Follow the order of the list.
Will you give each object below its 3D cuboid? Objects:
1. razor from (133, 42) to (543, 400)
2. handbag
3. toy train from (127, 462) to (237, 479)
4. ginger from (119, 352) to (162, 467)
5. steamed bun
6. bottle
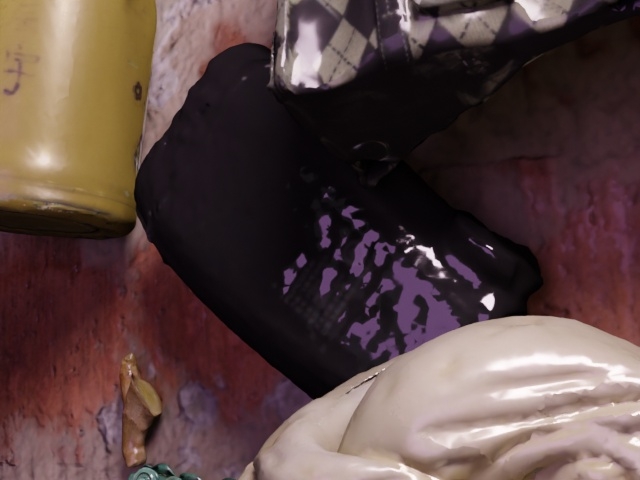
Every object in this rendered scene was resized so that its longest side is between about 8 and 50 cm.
[{"bbox_3d":[-0.001,0.000,0.796,0.327,0.107,0.189,41,105,30],"label":"razor"},{"bbox_3d":[0.162,-0.228,0.650,0.416,0.180,0.317,-18,53,25],"label":"handbag"},{"bbox_3d":[-0.096,0.221,0.859,0.147,0.038,0.071,5,87,32],"label":"toy train"},{"bbox_3d":[-0.150,0.141,0.911,0.048,0.030,0.097,-29,62,55],"label":"ginger"},{"bbox_3d":[0.114,0.227,0.611,0.339,0.247,0.352,-32,76,7],"label":"steamed bun"},{"bbox_3d":[-0.223,-0.183,0.935,0.171,0.171,0.351,1,80,32],"label":"bottle"}]
